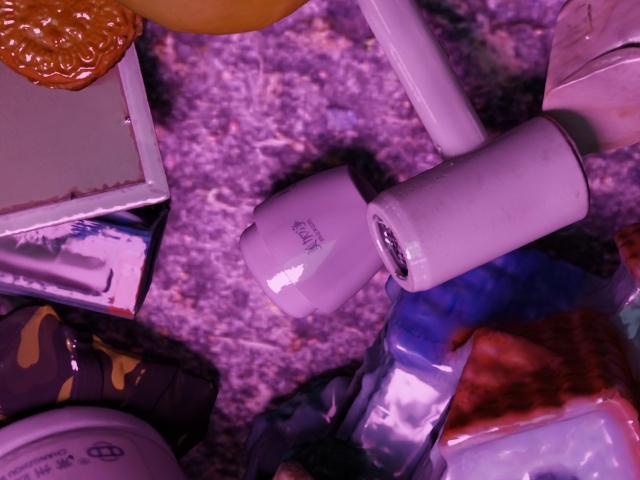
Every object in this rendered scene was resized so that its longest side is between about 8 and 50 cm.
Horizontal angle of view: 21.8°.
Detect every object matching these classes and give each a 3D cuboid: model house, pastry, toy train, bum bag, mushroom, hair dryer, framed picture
[{"bbox_3d":[0.119,0.114,1.081,0.252,0.295,0.329,28,110,-5],"label":"model house"},{"bbox_3d":[-0.164,-0.144,1.048,0.109,0.057,0.097,5,96,-2],"label":"pastry"},{"bbox_3d":[-0.314,-0.029,1.156,0.409,0.086,0.089,12,104,-1],"label":"toy train"},{"bbox_3d":[-0.170,0.108,1.184,0.232,0.060,0.106,29,107,-43],"label":"bum bag"},{"bbox_3d":[0.241,-0.136,1.056,0.247,0.096,0.108,-22,86,12],"label":"mushroom"},{"bbox_3d":[0.062,-0.096,1.059,0.131,0.073,0.236,-24,83,-13],"label":"hair dryer"},{"bbox_3d":[-0.229,-0.134,1.086,0.217,0.017,0.274,-11,97,2],"label":"framed picture"}]

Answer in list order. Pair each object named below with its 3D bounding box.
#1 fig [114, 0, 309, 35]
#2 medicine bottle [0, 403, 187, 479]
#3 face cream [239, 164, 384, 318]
[{"bbox_3d":[-0.068,-0.240,0.961,0.207,0.207,0.230,-4,142,7],"label":"fig"},{"bbox_3d":[-0.127,0.281,1.071,0.190,0.332,0.190,-15,131,-18],"label":"medicine bottle"},{"bbox_3d":[0.000,0.000,1.145,0.095,0.091,0.091,-36,108,12],"label":"face cream"}]
